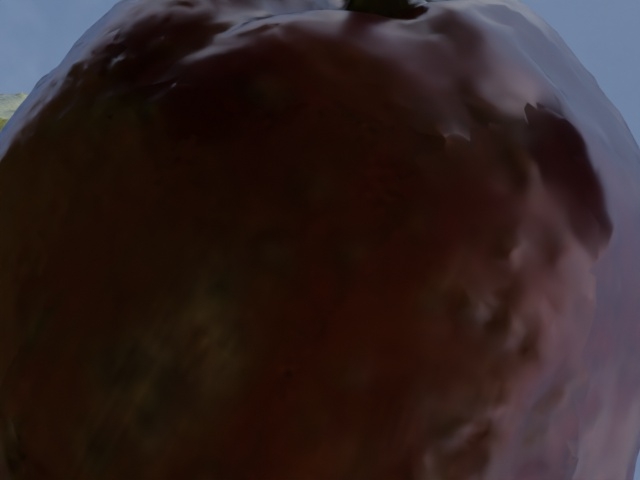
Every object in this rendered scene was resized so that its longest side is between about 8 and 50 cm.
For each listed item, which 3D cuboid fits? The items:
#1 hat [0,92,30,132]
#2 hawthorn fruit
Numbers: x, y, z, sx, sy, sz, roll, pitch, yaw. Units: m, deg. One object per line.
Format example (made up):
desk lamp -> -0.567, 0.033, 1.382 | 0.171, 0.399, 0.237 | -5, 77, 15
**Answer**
hat -> -0.179, -0.021, 0.966 | 0.257, 0.257, 0.130 | 21, -65, 35
hawthorn fruit -> 0.000, 0.000, 0.579 | 0.287, 0.287, 0.330 | 23, -68, 35
